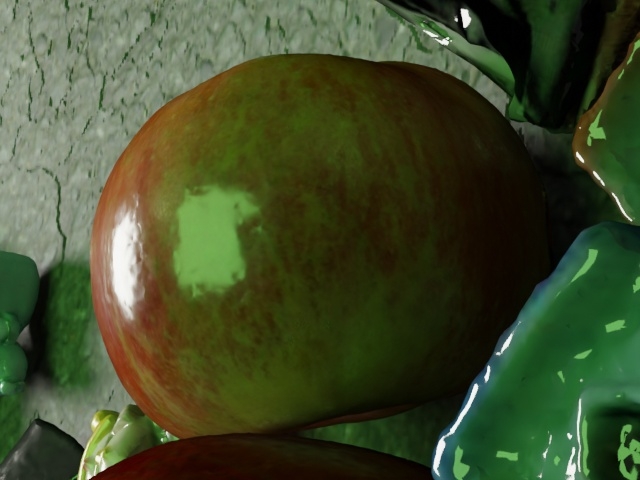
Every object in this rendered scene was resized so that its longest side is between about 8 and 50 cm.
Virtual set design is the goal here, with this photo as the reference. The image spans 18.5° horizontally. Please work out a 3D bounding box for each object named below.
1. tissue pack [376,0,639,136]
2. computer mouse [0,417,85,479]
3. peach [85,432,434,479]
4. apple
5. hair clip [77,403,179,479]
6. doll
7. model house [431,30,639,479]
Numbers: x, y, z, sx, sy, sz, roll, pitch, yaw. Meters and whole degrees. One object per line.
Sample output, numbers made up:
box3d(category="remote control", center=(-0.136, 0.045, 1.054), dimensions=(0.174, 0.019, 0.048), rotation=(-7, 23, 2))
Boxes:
box3d(category="tissue pack", center=(0.092, -0.232, 0.819), dimensions=(0.245, 0.123, 0.332), rotation=(47, 134, 45))
box3d(category="computer mouse", center=(-0.184, 0.216, 1.118), dimensions=(0.264, 0.088, 0.147), rotation=(-52, 50, 24))
box3d(category="peach", center=(0.001, 0.228, 0.746), dimensions=(0.332, 0.307, 0.308), rotation=(9, 88, 49))
box3d(category="apple", center=(0.000, 0.000, 0.862), dimensions=(0.209, 0.209, 0.164), rotation=(-18, 83, 45))
box3d(category="hair clip", center=(-0.090, 0.167, 0.984), dimensions=(0.138, 0.091, 0.321), rotation=(129, 143, -70))
box3d(category="doll", center=(-0.230, 0.066, 1.217), dimensions=(0.159, 0.059, 0.159), rotation=(-59, 43, 22))
box3d(category="model house", center=(0.163, 0.006, 0.658), dimensions=(0.329, 0.251, 0.295), rotation=(-7, 80, 54))
